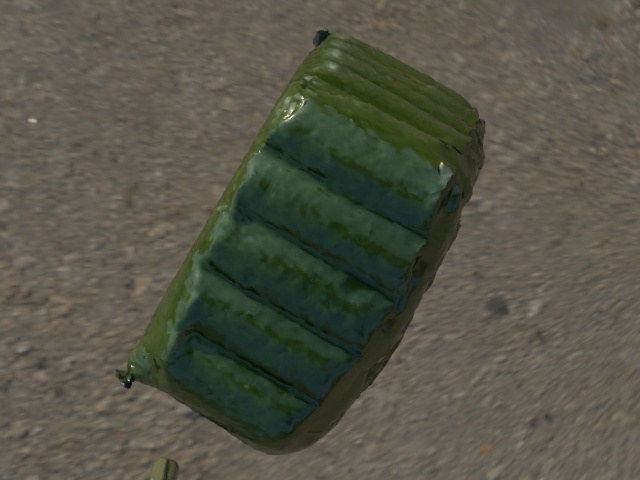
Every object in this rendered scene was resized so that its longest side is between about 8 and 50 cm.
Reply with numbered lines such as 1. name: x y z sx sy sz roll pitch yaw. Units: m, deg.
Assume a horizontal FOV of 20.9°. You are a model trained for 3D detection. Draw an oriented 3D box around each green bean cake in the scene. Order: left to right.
1. green bean cake: 0.000 0.000 1.177 0.156 0.250 0.247 29 106 -4

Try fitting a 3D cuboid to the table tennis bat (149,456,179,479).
1. table tennis bat: -0.126 0.244 1.262 0.022 0.246 0.138 19 121 -9
